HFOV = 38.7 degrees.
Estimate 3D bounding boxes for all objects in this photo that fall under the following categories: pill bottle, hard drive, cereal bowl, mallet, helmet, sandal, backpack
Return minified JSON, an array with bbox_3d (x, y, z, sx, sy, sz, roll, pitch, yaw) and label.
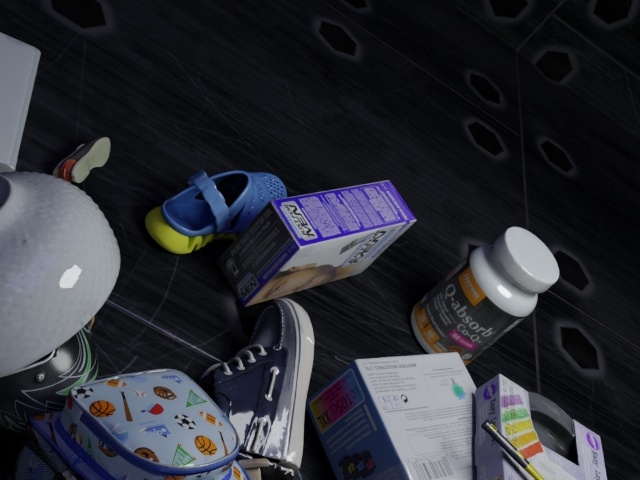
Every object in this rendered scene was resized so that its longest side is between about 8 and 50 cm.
[{"bbox_3d":[0.314,0.109,1.753,0.162,0.278,0.162,25,39,-22],"label":"pill bottle"},{"bbox_3d":[-0.577,-0.247,1.484,0.203,0.040,0.308,21,41,-27],"label":"hard drive"},{"bbox_3d":[-0.424,0.018,1.111,0.338,0.141,0.339,-8,36,6],"label":"cereal bowl"},{"bbox_3d":[0.318,0.340,1.372,0.190,0.039,0.062,50,35,13],"label":"mallet"},{"bbox_3d":[-0.365,0.164,1.162,0.169,0.169,0.162,12,57,-35],"label":"helmet"},{"bbox_3d":[-0.157,-0.070,1.618,0.126,0.138,0.317,49,35,12],"label":"sandal"},{"bbox_3d":[-0.207,0.293,1.096,0.263,0.213,0.276,44,31,27],"label":"backpack"}]

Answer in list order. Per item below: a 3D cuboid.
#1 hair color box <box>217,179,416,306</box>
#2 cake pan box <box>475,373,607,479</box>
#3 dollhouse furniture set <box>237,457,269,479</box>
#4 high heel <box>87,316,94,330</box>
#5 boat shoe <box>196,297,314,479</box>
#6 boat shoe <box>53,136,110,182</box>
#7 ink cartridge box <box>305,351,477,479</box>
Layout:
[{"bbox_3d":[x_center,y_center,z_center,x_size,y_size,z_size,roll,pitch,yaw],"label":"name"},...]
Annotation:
[{"bbox_3d":[0.000,0.000,1.649,0.338,0.185,0.110,-12,63,-48],"label":"hair color box"},{"bbox_3d":[0.359,0.373,1.464,0.245,0.070,0.267,35,36,-19],"label":"cake pan box"},{"bbox_3d":[0.001,0.373,1.219,0.242,0.212,0.161,0,70,-17],"label":"dollhouse furniture set"},{"bbox_3d":[-0.425,0.035,1.294,0.261,0.093,0.186,35,35,-19],"label":"high heel"},{"bbox_3d":[-0.108,0.203,1.386,0.158,0.127,0.341,31,38,-28],"label":"boat shoe"},{"bbox_3d":[-0.399,-0.138,1.538,0.043,0.049,0.137,6,33,16],"label":"boat shoe"},{"bbox_3d":[0.179,0.386,1.451,0.270,0.151,0.396,3,50,-43],"label":"ink cartridge box"}]
